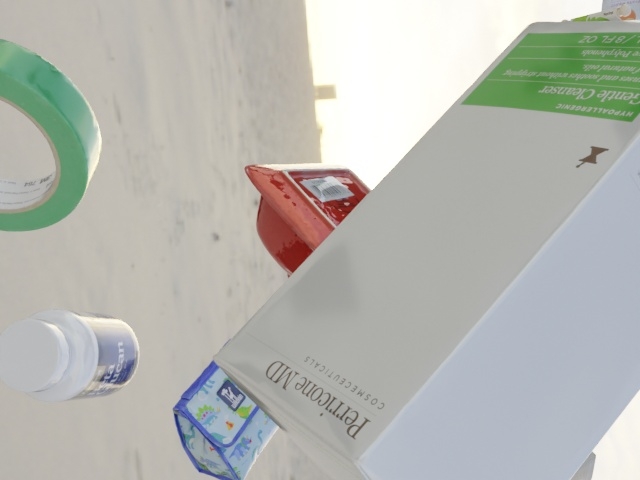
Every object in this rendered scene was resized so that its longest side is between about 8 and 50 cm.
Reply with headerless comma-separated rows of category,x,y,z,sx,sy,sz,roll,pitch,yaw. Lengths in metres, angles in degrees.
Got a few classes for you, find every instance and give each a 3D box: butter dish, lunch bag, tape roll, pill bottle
butter dish,0.000,0.000,0.935,0.160,0.160,0.118,49,-54,31
lunch bag,-0.123,0.224,1.171,0.129,0.096,0.151,-52,134,-37
tape roll,-0.502,-0.155,1.354,0.077,0.321,0.321,-81,174,-46
pill bottle,-0.261,0.119,0.918,0.169,0.094,0.094,32,52,-77

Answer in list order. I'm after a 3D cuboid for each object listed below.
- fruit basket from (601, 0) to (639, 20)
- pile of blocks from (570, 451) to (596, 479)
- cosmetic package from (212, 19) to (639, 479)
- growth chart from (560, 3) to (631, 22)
fruit basket,0.651,-0.461,1.520,0.353,0.327,0.165,76,7,-47
pile of blocks,0.260,0.164,1.140,0.149,0.113,0.362,162,-85,-70
cosmetic package,0.130,0.023,0.613,0.155,0.365,0.197,53,-18,-29
growth chart,0.414,-0.210,1.230,0.172,0.021,0.237,179,-106,-73
